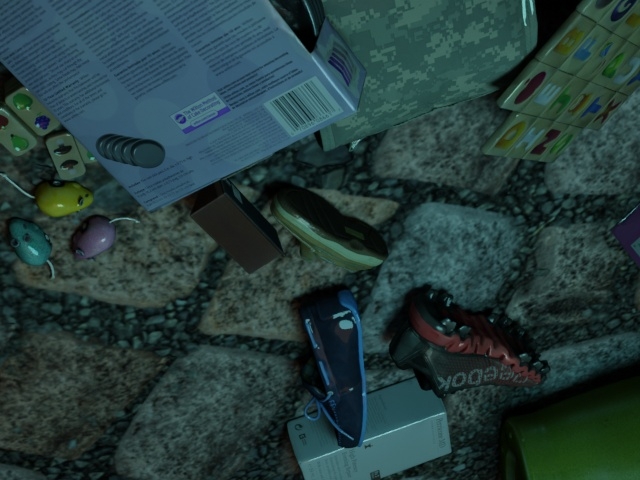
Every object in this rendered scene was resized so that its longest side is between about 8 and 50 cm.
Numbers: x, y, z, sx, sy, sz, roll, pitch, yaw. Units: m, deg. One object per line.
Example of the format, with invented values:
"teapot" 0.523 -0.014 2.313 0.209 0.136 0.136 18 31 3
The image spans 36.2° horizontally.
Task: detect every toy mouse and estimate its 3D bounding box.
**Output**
"toy mouse" -0.287 0.000 1.092 0.161 0.031 0.143 6 127 -27

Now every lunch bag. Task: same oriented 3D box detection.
"lunch bag" 0.069 -0.238 0.928 0.235 0.169 0.287 -20 130 -4

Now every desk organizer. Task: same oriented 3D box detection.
"desk organizer" -0.100 -0.020 1.142 0.050 0.047 0.130 -31 134 10

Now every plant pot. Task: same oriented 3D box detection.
"plant pot" 0.482 0.385 1.566 0.352 0.366 0.366 -6 133 -2

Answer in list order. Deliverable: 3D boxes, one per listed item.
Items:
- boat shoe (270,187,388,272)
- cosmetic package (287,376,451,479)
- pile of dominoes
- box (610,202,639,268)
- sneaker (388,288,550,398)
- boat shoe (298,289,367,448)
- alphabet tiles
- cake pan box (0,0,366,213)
"boat shoe" 0.000 0.000 1.191 0.072 0.068 0.190 -36 135 27
"cosmetic package" 0.075 0.297 1.475 0.231 0.085 0.117 -18 135 -4
"pile of dominoes" -0.212 -0.169 0.965 0.251 0.040 0.196 -31 134 8
"box" 0.576 -0.009 1.377 0.243 0.117 0.213 25 117 -37
"sneaker" 0.208 0.166 1.400 0.276 0.098 0.135 22 119 -33
"boat shoe" 0.012 0.177 1.345 0.089 0.109 0.258 -9 117 -5
"alphabet tiles" 0.309 -0.196 1.061 0.285 0.011 0.342 -50 157 22
"cake pan box" -0.127 -0.166 0.835 0.266 0.070 0.246 -23 125 32
